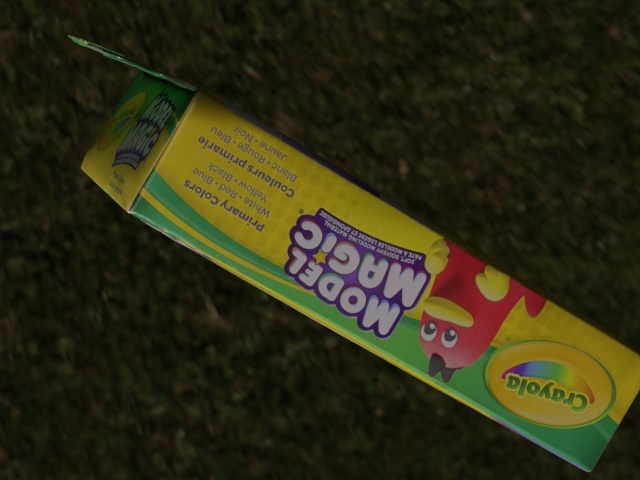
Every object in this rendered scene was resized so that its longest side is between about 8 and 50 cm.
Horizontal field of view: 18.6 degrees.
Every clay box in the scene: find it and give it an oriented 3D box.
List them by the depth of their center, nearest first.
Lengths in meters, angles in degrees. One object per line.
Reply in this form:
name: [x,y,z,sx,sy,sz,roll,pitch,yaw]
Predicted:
clay box: [0.000,0.000,0.710,0.222,0.127,0.053,29,90,-16]
